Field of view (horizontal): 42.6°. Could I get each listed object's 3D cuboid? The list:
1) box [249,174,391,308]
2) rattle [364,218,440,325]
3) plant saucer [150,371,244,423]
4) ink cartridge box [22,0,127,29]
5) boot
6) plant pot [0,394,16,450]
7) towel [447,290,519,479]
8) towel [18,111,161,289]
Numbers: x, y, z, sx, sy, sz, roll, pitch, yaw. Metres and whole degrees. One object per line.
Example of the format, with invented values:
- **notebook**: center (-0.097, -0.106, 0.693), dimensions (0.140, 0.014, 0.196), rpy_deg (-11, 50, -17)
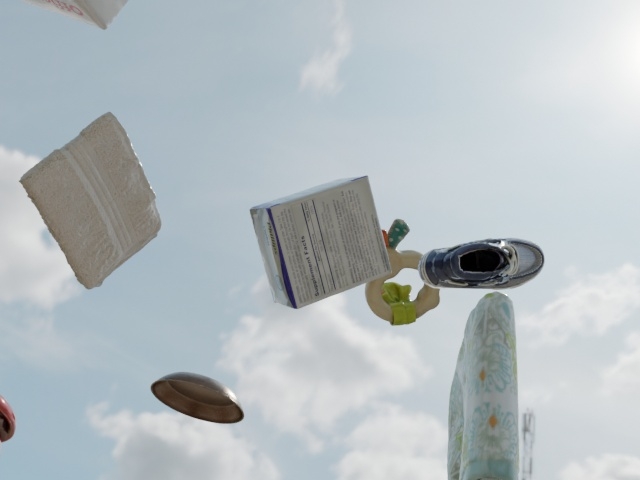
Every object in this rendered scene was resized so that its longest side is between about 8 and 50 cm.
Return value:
- **box**: center (0.000, 0.000, 0.989), dimensions (0.072, 0.137, 0.126), rpy_deg (6, -67, 63)
- **rattle**: center (0.111, 0.028, 1.329), dimensions (0.130, 0.142, 0.199), rpy_deg (-24, -62, 15)
- **plant saucer**: center (-0.244, 0.314, 1.662), dimensions (0.199, 0.036, 0.198), rpy_deg (11, -33, 8)
- **ink cartridge box**: center (-0.302, -0.401, 0.862), dimensions (0.198, 0.197, 0.270), rpy_deg (24, -16, 27)
- **boot**: center (0.223, 0.030, 1.028), dimensions (0.190, 0.069, 0.086), rpy_deg (-7, -3, -26)
- **plant pot**: center (-0.495, 0.262, 1.032), dimensions (0.191, 0.174, 0.191), rpy_deg (9, -40, 8)
- **towel**: center (0.276, 0.315, 1.426), dimensions (0.090, 0.320, 0.374), rpy_deg (3, -33, 3)
- **towel**: center (-0.370, -0.056, 1.371), dimensions (0.049, 0.187, 0.282), rpy_deg (29, -29, 31)
